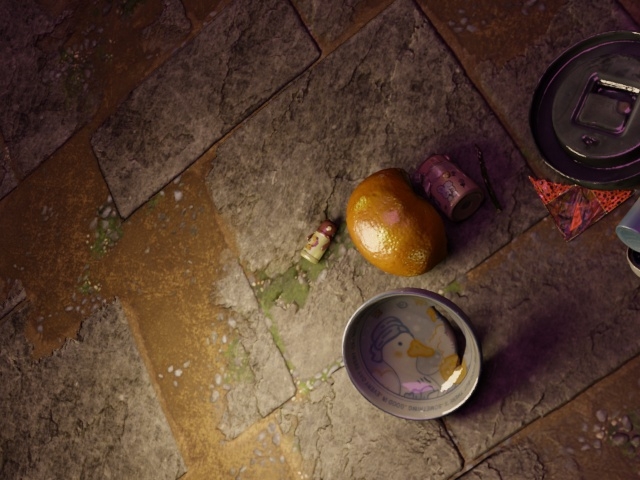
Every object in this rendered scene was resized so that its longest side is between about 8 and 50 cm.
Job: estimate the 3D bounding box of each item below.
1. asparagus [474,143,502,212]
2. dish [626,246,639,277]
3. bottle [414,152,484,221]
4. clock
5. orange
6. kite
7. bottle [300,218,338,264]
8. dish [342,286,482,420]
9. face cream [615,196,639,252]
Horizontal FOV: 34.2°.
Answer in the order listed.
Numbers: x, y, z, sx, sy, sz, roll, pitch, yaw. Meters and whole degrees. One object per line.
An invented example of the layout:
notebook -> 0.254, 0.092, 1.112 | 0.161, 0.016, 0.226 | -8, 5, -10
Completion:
asparagus -> 0.341, -0.128, 2.130 | 0.016, 0.016, 0.163 | -42, 53, 44
dish -> 0.623, 0.052, 1.867 | 0.141, 0.078, 0.141 | -9, 34, 6
bottle -> 0.254, -0.117, 2.130 | 0.099, 0.099, 0.152 | -45, 58, 11
clock -> 0.560, -0.248, 2.001 | 0.318, 0.066, 0.319 | -11, 66, 27
orange -> 0.144, -0.039, 2.118 | 0.179, 0.158, 0.237 | -54, 54, 39
kite -> 0.490, -0.054, 2.017 | 0.222, 0.008, 0.125 | 12, 80, 33
bottle -> -0.001, -0.001, 2.274 | 0.063, 0.047, 0.101 | 33, 91, 25
dish -> 0.191, 0.201, 2.038 | 0.273, 0.134, 0.273 | 7, 113, 16
face cream -> 0.631, -0.092, 1.862 | 0.077, 0.077, 0.250 | 33, 75, 35
